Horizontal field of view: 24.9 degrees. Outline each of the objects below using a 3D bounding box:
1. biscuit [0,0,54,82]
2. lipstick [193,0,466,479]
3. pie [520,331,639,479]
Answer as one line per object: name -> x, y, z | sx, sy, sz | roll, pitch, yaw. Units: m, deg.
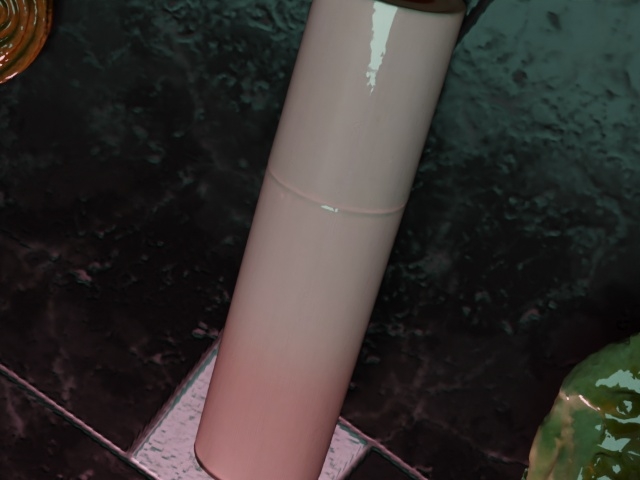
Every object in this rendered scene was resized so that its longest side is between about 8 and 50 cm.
biscuit -> -0.220, -0.175, 0.885 | 0.124, 0.026, 0.175 | 15, 113, 4
lipstick -> 0.000, 0.000, 0.878 | 0.087, 0.087, 0.326 | 18, 113, 4
pie -> 0.252, 0.186, 0.873 | 0.306, 0.071, 0.306 | 0, 89, 4
